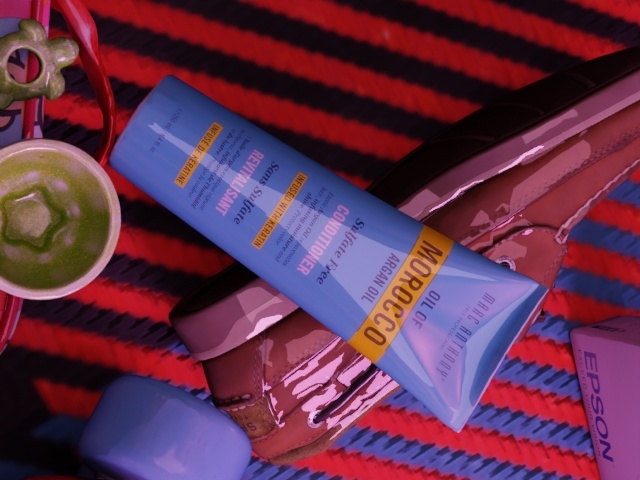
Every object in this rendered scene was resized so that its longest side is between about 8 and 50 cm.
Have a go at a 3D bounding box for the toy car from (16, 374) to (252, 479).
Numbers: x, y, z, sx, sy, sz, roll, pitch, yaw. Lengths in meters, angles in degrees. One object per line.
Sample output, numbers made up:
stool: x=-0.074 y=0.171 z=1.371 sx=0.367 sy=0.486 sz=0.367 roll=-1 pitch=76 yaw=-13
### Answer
toy car: x=-0.188 y=0.145 z=0.648 sx=0.238 sy=0.210 sz=0.219 roll=26 pitch=68 yaw=-1

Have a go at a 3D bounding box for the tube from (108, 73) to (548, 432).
tube: x=0.000 y=0.000 z=0.685 sx=0.207 sy=0.052 sz=0.080 roll=33 pitch=91 yaw=0

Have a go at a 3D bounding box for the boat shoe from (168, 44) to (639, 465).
boat shoe: x=0.075 y=0.004 z=0.771 sx=0.307 sy=0.111 sz=0.104 roll=-30 pitch=100 yaw=-3

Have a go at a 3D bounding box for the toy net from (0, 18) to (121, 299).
toy net: x=-0.202 y=-0.024 z=0.591 sx=0.232 sy=0.045 sz=0.122 roll=-10 pitch=98 yaw=-21

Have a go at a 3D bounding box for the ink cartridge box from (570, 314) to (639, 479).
ink cartridge box: x=0.216 y=0.156 z=0.753 sx=0.045 sy=0.224 sz=0.223 roll=-15 pitch=95 yaw=-17

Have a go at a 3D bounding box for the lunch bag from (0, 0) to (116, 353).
lunch bag: x=-0.220 y=-0.078 z=0.663 sx=0.258 sy=0.120 sz=0.293 roll=7 pitch=89 yaw=-18
